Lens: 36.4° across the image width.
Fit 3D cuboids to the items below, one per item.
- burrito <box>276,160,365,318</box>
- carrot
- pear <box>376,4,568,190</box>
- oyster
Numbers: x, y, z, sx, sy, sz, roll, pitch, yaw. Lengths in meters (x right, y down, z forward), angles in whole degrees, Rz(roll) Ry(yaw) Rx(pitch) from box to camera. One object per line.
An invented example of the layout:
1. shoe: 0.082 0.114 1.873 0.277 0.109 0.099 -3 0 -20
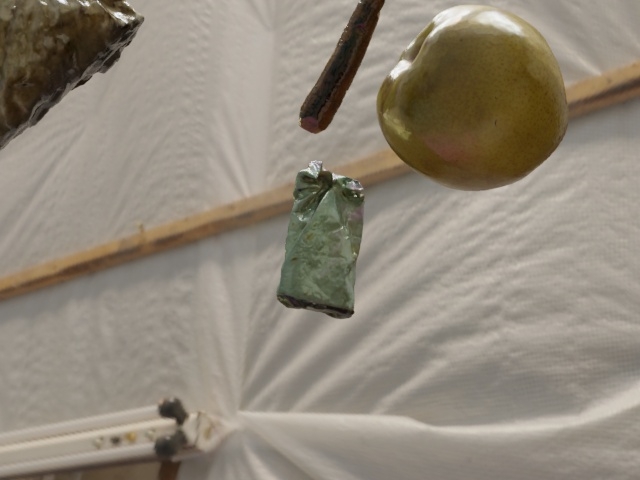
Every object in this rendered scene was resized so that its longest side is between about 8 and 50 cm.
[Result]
1. burrito: 0.000 0.000 1.508 0.089 0.144 0.229 -7 -109 53
2. carrot: 0.047 -0.339 1.796 0.314 0.066 0.066 -62 -140 22
3. pear: 0.176 -0.152 1.088 0.209 0.209 0.209 -22 -125 34
4. oyster: -0.268 -0.189 0.940 0.110 0.166 0.341 39 -109 5
